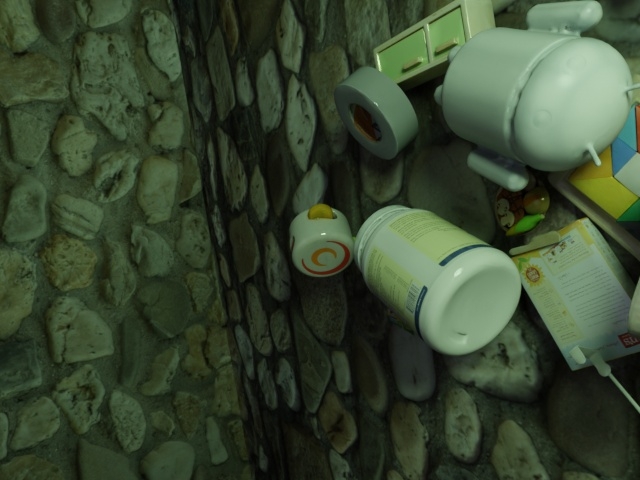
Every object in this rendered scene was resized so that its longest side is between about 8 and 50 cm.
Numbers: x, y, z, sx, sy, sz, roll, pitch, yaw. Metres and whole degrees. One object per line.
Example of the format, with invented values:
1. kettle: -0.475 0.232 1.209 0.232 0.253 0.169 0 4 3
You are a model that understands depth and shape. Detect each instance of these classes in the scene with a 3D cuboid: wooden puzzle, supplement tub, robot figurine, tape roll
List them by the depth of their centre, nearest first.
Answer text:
1. wooden puzzle: 0.508 -0.107 0.744 0.239 0.044 0.221 56 142 29
2. robot figurine: 0.344 -0.238 0.774 0.353 0.199 0.300 49 131 52
3. supplement tub: 0.235 0.069 1.018 0.325 0.235 0.236 -136 45 -55
4. tape roll: 0.130 -0.302 1.120 0.219 0.072 0.219 46 168 12

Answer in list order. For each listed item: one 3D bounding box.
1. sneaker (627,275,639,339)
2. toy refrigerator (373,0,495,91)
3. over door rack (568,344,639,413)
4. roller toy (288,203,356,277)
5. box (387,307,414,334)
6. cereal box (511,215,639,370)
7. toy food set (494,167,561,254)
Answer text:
1. sneaker: 0.513 0.009 0.609 0.121 0.108 0.302 23 111 52
2. toy refrigerator: 0.234 -0.412 1.006 0.269 0.094 0.102 -3 98 56
3. over door rack: 0.576 0.214 0.662 0.240 0.108 0.324 -58 43 29
4. roller toy: 0.000 0.000 1.393 0.191 0.209 0.146 -35 41 22
5. box: 0.231 0.155 1.254 0.105 0.043 0.179 26 119 50
6. cereal box: 0.478 0.101 0.857 0.173 0.047 0.240 -46 63 51
7. toy food set: 0.383 -0.073 0.903 0.132 0.038 0.192 -34 58 58
